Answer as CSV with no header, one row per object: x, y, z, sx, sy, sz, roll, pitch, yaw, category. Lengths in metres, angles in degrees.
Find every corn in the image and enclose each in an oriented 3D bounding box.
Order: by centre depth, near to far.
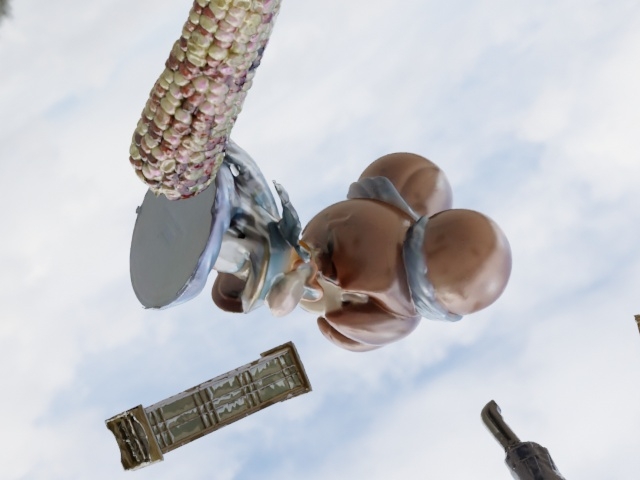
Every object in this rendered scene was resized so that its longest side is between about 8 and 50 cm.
-0.103,-0.149,1.128,0.281,0.092,0.092,-59,-173,38,corn

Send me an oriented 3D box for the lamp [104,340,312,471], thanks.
-0.161,0.245,1.816,0.325,0.089,0.090,-18,175,-45,lamp

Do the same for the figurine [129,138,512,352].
-0.001,0.000,1.415,0.248,0.388,0.277,-59,-146,19,figurine

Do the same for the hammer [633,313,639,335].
0.448,0.161,1.658,0.014,0.123,0.029,-21,170,42,hammer

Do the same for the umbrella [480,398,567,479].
0.270,0.298,1.516,0.071,0.071,0.248,-37,-130,-7,umbrella
